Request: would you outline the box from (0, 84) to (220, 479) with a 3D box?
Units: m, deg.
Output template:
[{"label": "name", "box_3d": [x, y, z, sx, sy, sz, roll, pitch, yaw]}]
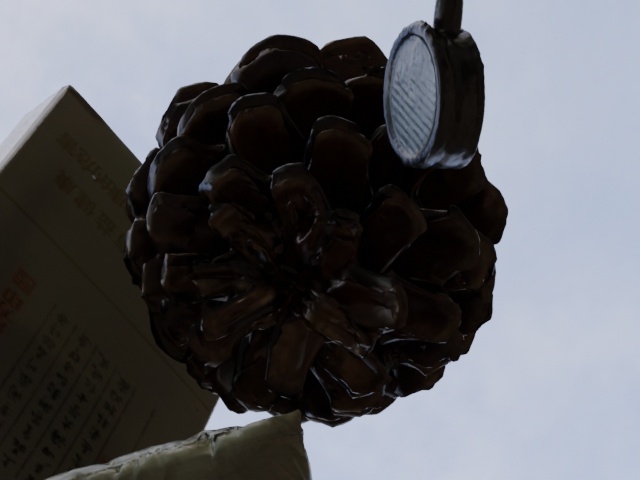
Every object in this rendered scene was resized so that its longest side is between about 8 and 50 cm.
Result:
[{"label": "box", "box_3d": [-0.156, 0.071, 1.037, 0.204, 0.051, 0.365, 49, -150, -15]}]

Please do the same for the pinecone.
[{"label": "pinecone", "box_3d": [0.000, 0.000, 0.967, 0.221, 0.221, 0.221, 7, -105, -25]}]

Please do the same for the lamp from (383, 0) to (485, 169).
[{"label": "lamp", "box_3d": [0.114, -0.212, 0.798, 0.108, 0.130, 0.371, 3, -85, -22]}]

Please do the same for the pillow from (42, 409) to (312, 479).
[{"label": "pillow", "box_3d": [-0.043, 0.181, 0.836, 0.148, 0.050, 0.229, -20, -61, 5]}]
